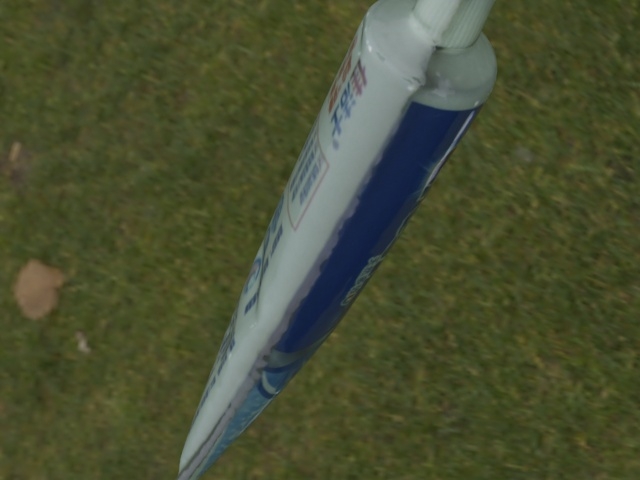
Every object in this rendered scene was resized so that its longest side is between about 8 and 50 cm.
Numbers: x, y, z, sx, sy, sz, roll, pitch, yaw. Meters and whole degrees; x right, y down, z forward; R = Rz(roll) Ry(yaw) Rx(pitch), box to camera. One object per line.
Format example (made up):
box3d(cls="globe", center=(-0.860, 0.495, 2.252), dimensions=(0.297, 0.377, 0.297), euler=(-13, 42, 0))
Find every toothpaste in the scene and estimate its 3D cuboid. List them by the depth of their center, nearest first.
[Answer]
box3d(cls="toothpaste", center=(0.000, 0.001, 0.603), dimensions=(0.268, 0.047, 0.069), euler=(120, 157, -44))
